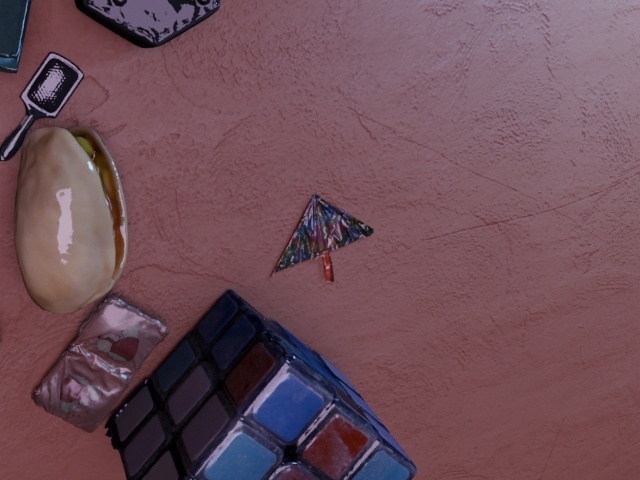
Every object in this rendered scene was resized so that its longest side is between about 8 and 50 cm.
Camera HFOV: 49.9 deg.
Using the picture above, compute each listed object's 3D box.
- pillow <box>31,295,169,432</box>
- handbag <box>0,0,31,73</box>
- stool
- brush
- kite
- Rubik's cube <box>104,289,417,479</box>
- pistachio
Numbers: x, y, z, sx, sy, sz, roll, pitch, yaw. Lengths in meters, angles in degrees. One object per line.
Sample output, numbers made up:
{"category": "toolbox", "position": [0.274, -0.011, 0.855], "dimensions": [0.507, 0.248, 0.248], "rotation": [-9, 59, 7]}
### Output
{"category": "pillow", "position": [-0.391, 0.218, 1.220], "dimensions": [0.135, 0.049, 0.248], "rotation": [35, 94, -27]}
{"category": "handbag", "position": [-0.552, -0.371, 0.908], "dimensions": [0.326, 0.089, 0.239], "rotation": [12, 77, -28]}
{"category": "stool", "position": [-0.261, -0.407, 1.031], "dimensions": [0.232, 0.141, 0.232], "rotation": [-7, 109, -22]}
{"category": "brush", "position": [-0.448, -0.203, 1.082], "dimensions": [0.062, 0.016, 0.194], "rotation": [34, 90, -27]}
{"category": "kite", "position": [0.000, 0.000, 1.344], "dimensions": [0.232, 0.009, 0.189], "rotation": [-19, 113, -16]}
{"category": "Rubik's cube", "position": [-0.108, 0.353, 1.214], "dimensions": [0.363, 0.362, 0.359], "rotation": [-47, 115, -6]}
{"category": "pistachio", "position": [-0.396, -0.028, 1.077], "dimensions": [0.187, 0.187, 0.300], "rotation": [-5, 101, -22]}
